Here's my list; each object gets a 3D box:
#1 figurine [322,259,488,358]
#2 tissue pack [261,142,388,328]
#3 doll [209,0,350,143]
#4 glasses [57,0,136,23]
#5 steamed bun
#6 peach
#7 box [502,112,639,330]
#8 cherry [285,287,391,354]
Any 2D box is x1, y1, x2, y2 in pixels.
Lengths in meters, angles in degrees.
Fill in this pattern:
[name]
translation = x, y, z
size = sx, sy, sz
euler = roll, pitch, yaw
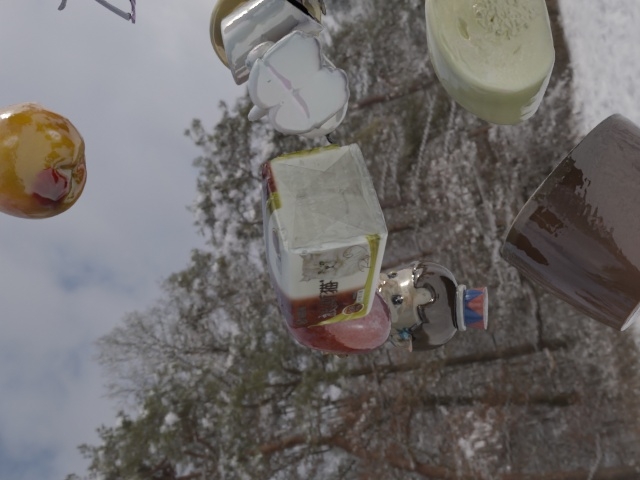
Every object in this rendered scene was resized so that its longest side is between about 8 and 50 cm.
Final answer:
[figurine]
translation = 0.124, 0.096, 1.134
size = 0.161, 0.275, 0.158
euler = -97, 10, -49
[tissue pack]
translation = -0.001, 0.001, 0.678
size = 0.149, 0.099, 0.106
euler = 94, 164, -57
[doll]
translation = -0.038, -0.203, 0.768
size = 0.208, 0.144, 0.271
euler = 55, -172, 0
[glasses]
translation = -0.305, -0.351, 0.987
size = 0.062, 0.103, 0.140
euler = 111, 153, -58
[steamed bun]
translation = 0.227, -0.292, 1.028
size = 0.200, 0.154, 0.250
euler = 45, -147, -80
[peach]
translation = -0.340, -0.090, 0.838
size = 0.138, 0.138, 0.138
euler = -17, -90, -71
[box]
translation = 0.454, -0.014, 1.122
size = 0.216, 0.301, 0.301
euler = 45, -173, 25
[cherry]
translation = 0.021, 0.075, 0.824
size = 0.087, 0.126, 0.106
euler = 96, -177, -77
